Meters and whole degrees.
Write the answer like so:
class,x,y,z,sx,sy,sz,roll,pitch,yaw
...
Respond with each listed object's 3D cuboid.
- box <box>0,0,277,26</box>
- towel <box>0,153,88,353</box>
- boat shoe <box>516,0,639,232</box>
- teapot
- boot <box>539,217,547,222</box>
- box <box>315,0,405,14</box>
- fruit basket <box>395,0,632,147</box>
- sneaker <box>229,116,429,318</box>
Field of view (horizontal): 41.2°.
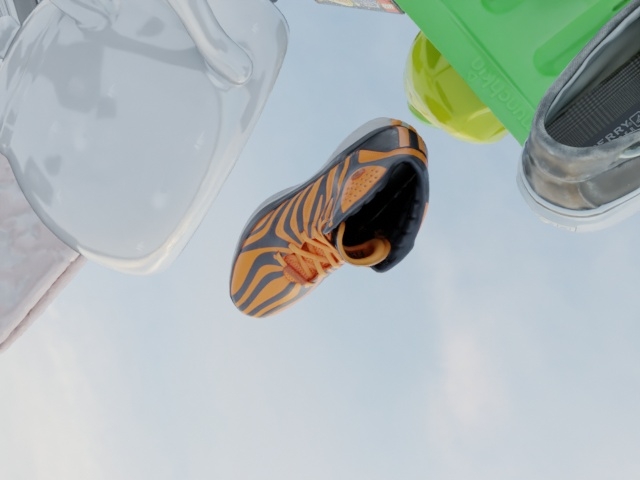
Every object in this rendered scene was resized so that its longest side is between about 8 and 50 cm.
class,x,y,z,sx,sy,sz,roll,pitch,yaw
box,-0.302,-0.422,1.246,0.293,0.395,0.212,40,-30,28
towel,-0.395,-0.024,0.871,0.332,0.317,0.053,35,-11,17
boat shoe,0.269,-0.132,0.542,0.335,0.119,0.121,-43,-110,-4
teapot,-0.150,-0.109,0.622,0.256,0.187,0.252,-56,-164,21
boot,0.324,-0.085,1.057,0.059,0.158,0.084,41,-26,17
box,0.026,-0.439,1.374,0.233,0.159,0.044,26,-98,49
fruit basket,0.205,-0.202,0.953,0.392,0.283,0.392,14,-49,17
sneaker,0.000,0.000,0.991,0.125,0.180,0.321,35,-69,-18
